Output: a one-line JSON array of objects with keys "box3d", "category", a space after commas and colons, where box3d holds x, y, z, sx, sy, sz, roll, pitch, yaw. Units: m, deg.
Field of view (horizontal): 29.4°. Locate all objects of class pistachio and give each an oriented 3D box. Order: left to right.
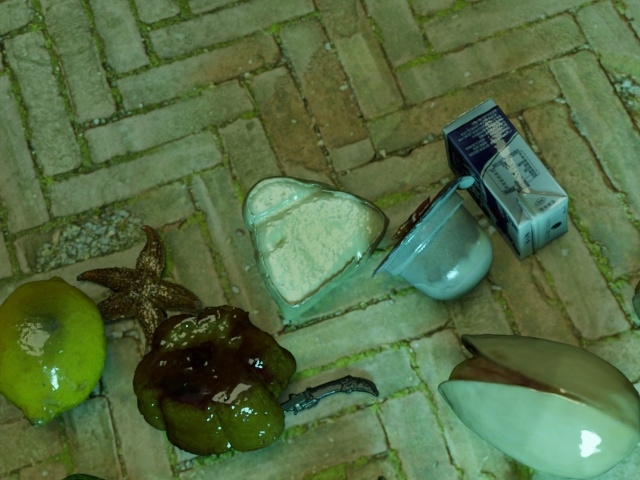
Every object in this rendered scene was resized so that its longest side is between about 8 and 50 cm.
[{"box3d": [0.317, 0.231, 1.759, 0.299, 0.187, 0.187, 20, 71, 23], "category": "pistachio"}]

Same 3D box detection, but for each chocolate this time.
[{"box3d": [0.197, 0.012, 1.906, 0.147, 0.221, 0.221, 36, 76, -1], "category": "chocolate"}]

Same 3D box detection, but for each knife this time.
[{"box3d": [-0.020, 0.246, 1.910, 0.222, 0.021, 0.045, -13, 67, 4], "category": "knife"}]

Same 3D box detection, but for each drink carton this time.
[{"box3d": [0.296, -0.096, 1.941, 0.102, 0.134, 0.222, -31, 64, -6], "category": "drink carton"}]

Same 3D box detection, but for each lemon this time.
[{"box3d": [-0.433, 0.171, 1.937, 0.188, 0.188, 0.257, -5, 63, 9], "category": "lemon"}]

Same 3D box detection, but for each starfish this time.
[{"box3d": [-0.302, 0.081, 2.032, 0.227, 0.043, 0.240, -3, 62, 9], "category": "starfish"}]

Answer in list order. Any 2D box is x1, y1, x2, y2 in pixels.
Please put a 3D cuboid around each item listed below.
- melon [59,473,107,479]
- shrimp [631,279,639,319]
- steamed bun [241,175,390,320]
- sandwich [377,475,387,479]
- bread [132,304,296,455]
[{"box3d": [-0.282, 0.514, 1.763, 0.343, 0.331, 0.226, 15, 107, 10], "category": "melon"}, {"box3d": [0.603, 0.061, 1.842, 0.267, 0.061, 0.145, -26, 53, -4], "category": "shrimp"}, {"box3d": [-0.027, -0.014, 1.982, 0.231, 0.110, 0.212, -38, 82, -11], "category": "steamed bun"}, {"box3d": [0.108, 0.469, 1.735, 0.186, 0.108, 0.220, 25, 70, 20], "category": "sandwich"}, {"box3d": [-0.168, 0.208, 1.895, 0.246, 0.135, 0.232, 1, 53, 16], "category": "bread"}]
